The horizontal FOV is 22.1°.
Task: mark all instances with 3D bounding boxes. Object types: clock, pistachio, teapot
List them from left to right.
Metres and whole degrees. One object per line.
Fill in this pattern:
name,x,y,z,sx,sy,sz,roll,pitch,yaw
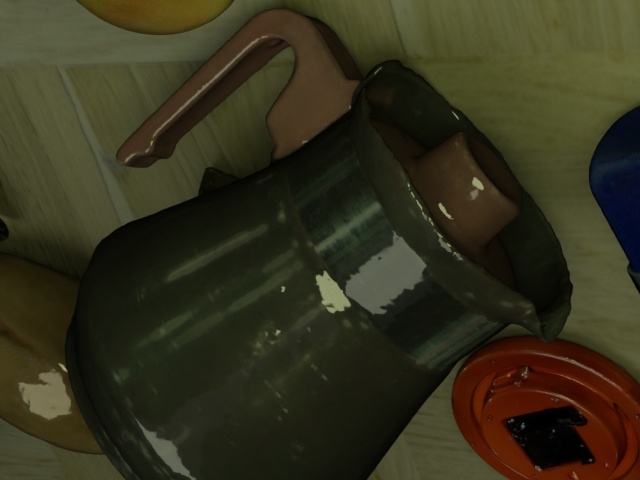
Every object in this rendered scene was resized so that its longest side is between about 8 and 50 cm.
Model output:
pistachio,-0.276,0.119,1.696,0.293,0.162,0.181,27,174,18
teapot,-0.014,0.019,1.337,0.362,0.305,0.376,-37,71,20
clock,0.220,0.172,1.537,0.205,0.051,0.205,18,138,17

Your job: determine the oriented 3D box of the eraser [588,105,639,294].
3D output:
eraser,0.339,0.037,1.297,0.155,0.101,0.332,-9,123,39

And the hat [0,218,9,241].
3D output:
hat,-0.360,-0.048,1.667,0.121,0.050,0.121,32,-178,-2

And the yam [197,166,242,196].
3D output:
yam,0.000,0.000,1.496,0.253,0.061,0.061,20,138,14

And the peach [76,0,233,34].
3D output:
peach,-0.127,-0.248,1.238,0.184,0.184,0.184,17,137,17
